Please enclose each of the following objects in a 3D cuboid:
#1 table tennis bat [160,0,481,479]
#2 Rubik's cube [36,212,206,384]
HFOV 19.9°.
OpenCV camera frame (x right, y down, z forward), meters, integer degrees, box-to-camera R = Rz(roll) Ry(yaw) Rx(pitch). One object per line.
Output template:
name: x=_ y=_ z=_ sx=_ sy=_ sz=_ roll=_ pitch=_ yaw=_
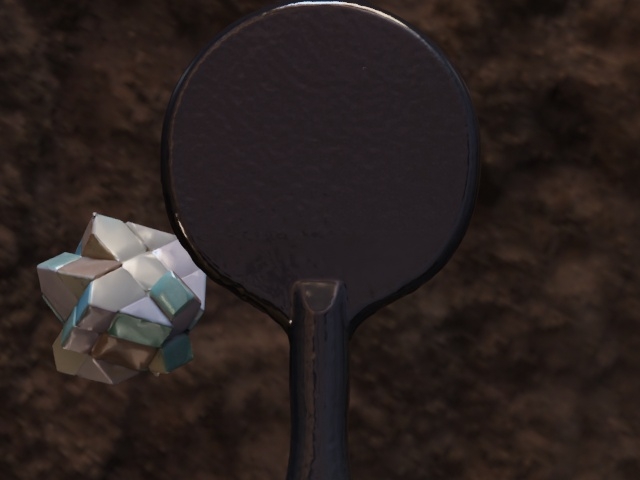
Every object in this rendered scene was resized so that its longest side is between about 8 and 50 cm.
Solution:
table tennis bat: x=0.000 y=0.000 z=0.841 sx=0.027 sy=0.150 sz=0.236 roll=83 pitch=-173 yaw=-80
Rubik's cube: x=-0.101 y=0.037 z=0.907 sx=0.084 sy=0.073 sz=0.075 roll=4 pitch=-41 yaw=-7
